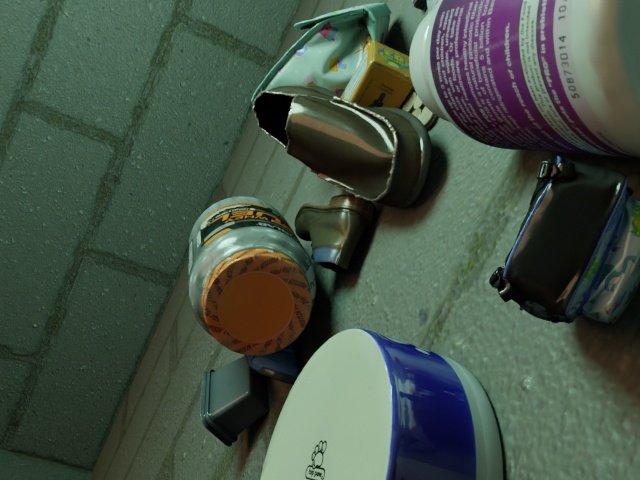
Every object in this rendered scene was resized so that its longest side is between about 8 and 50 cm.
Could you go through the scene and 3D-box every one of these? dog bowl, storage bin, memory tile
[{"bbox_3d":[0.038,0.218,0.557,0.265,0.104,0.265,-54,23,35],"label":"dog bowl"},{"bbox_3d":[-0.137,0.266,1.044,0.091,0.098,0.135,-33,26,11],"label":"storage bin"},{"bbox_3d":[0.155,-0.222,0.894,0.113,0.012,0.148,-7,62,70],"label":"memory tile"}]

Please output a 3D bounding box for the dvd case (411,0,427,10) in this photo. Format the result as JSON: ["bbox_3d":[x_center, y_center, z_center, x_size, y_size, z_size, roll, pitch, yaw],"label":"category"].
[{"bbox_3d":[0.207,-0.528,1.081,0.179,0.029,0.239,-54,23,35],"label":"dvd case"}]

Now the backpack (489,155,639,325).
[{"bbox_3d":[0.177,0.009,0.422,0.105,0.084,0.114,-66,-22,-1],"label":"backpack"}]

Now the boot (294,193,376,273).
[{"bbox_3d":[0.000,0.000,0.962,0.219,0.082,0.106,-20,47,64],"label":"boot"}]

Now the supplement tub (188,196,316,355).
[{"bbox_3d":[-0.116,0.050,0.993,0.194,0.193,0.316,-64,18,9],"label":"supplement tub"}]

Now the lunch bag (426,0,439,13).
[{"bbox_3d":[0.182,-0.298,0.811,0.053,0.071,0.083,-45,26,41],"label":"lunch bag"}]

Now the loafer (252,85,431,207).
[{"bbox_3d":[0.010,-0.139,0.876,0.366,0.130,0.134,33,119,51],"label":"loafer"}]

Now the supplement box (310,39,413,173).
[{"bbox_3d":[0.064,-0.201,1.000,0.080,0.078,0.233,-81,19,-44],"label":"supplement box"}]

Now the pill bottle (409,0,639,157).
[{"bbox_3d":[0.184,-0.153,0.475,0.169,0.169,0.301,-66,19,3],"label":"pill bottle"}]

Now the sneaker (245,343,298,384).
[{"bbox_3d":[-0.076,0.171,0.997,0.082,0.069,0.209,-64,18,-2],"label":"sneaker"}]

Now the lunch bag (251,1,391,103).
[{"bbox_3d":[0.021,-0.323,1.118,0.262,0.160,0.223,-49,3,25],"label":"lunch bag"}]
